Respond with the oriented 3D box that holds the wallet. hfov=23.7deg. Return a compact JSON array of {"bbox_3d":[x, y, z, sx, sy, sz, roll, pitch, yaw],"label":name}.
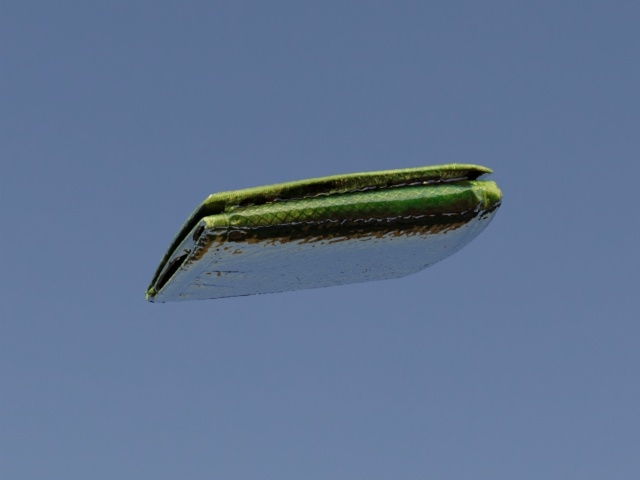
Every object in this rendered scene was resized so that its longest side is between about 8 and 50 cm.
[{"bbox_3d":[-0.001,-0.002,1.121,0.236,0.055,0.160,-5,-23,-25],"label":"wallet"}]
